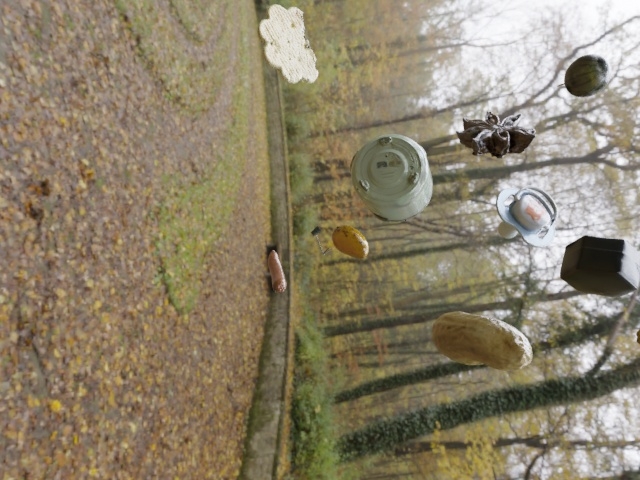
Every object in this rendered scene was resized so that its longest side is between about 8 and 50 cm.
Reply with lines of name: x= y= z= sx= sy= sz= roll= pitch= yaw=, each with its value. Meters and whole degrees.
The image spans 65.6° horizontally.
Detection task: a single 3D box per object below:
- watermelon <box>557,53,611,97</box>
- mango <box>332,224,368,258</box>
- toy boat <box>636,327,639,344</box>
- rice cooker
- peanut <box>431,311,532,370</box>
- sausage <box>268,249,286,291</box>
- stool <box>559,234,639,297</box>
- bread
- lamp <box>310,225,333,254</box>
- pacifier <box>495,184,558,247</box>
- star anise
watermelon: x=0.682 y=-0.424 z=1.296 sx=0.133 sy=0.105 sz=0.105 roll=-14 pitch=-99 yaw=50
mango: x=0.080 y=0.006 z=1.330 sx=0.057 sy=0.114 sz=0.079 roll=-23 pitch=147 yaw=-51
toy boat: x=0.850 y=0.135 z=1.108 sx=0.141 sy=0.318 sz=0.099 roll=45 pitch=27 yaw=8
rice cooker: x=0.203 y=-0.172 z=1.397 sx=0.244 sy=0.226 sz=0.226 roll=30 pitch=51 yaw=-67
peanut: x=0.542 y=0.351 z=1.705 sx=0.387 sy=0.169 sz=0.192 roll=3 pitch=-53 yaw=58
sausage: x=-0.129 y=0.093 z=1.461 sx=0.047 sy=0.040 sz=0.177 roll=62 pitch=4 yaw=-32
stool: x=0.922 y=0.085 z=1.636 sx=0.232 sy=0.232 sz=0.141 roll=78 pitch=32 yaw=-68
bread: x=-0.106 y=-0.597 z=1.520 sx=0.039 sy=0.182 sz=0.251 roll=-18 pitch=-93 yaw=60
lamp: x=-0.001 y=-0.001 z=2.115 sx=0.121 sy=0.054 sz=0.041 roll=53 pitch=-5 yaw=18
pacifier: x=0.867 y=-0.089 z=2.159 sx=0.299 sy=0.244 sz=0.233 roll=47 pitch=-34 yaw=6
star anise: x=0.558 y=-0.322 z=1.578 sx=0.223 sy=0.236 sz=0.109 roll=-48 pitch=141 yaw=-48
